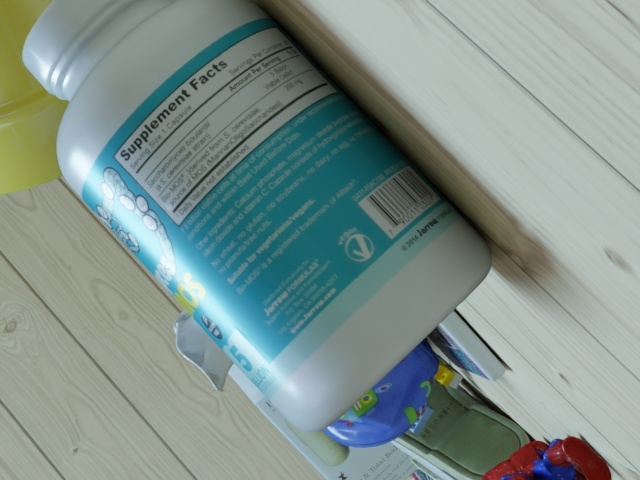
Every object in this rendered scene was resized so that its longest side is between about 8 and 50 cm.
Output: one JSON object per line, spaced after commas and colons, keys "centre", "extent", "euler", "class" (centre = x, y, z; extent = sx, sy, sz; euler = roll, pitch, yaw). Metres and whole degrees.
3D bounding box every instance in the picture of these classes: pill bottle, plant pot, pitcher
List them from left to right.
{"centre": [-0.296, -0.208, 1.118], "extent": [0.254, 0.254, 0.239], "euler": [43, 158, 41], "class": "plant pot"}
{"centre": [-0.043, -0.034, 0.711], "extent": [0.264, 0.146, 0.146], "euler": [47, 175, 6], "class": "pill bottle"}
{"centre": [-0.084, 0.062, 1.538], "extent": [0.125, 0.207, 0.178], "euler": [49, 175, -25], "class": "pitcher"}

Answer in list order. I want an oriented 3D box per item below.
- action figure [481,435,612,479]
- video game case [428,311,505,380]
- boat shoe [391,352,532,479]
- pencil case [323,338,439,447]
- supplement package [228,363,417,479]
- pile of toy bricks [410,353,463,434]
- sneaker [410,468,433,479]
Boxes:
{"centre": [0.204, 0.239, 1.108], "extent": [0.139, 0.091, 0.280], "euler": [56, 176, 6], "class": "action figure"}
{"centre": [0.083, 0.051, 1.085], "extent": [0.157, 0.019, 0.143], "euler": [48, 175, -3], "class": "video game case"}
{"centre": [0.131, 0.208, 1.399], "extent": [0.302, 0.113, 0.103], "euler": [39, 166, 54], "class": "boat shoe"}
{"centre": [0.000, 0.054, 1.045], "extent": [0.133, 0.119, 0.306], "euler": [-6, 144, 23], "class": "pencil case"}
{"centre": [0.021, 0.198, 1.784], "extent": [0.263, 0.199, 0.198], "euler": [50, 174, -29], "class": "supplement package"}
{"centre": [0.040, 0.119, 1.362], "extent": [0.105, 0.118, 0.212], "euler": [28, -173, -35], "class": "pile of toy bricks"}
{"centre": [0.174, 0.316, 1.952], "extent": [0.299, 0.121, 0.112], "euler": [37, 167, 29], "class": "sneaker"}
